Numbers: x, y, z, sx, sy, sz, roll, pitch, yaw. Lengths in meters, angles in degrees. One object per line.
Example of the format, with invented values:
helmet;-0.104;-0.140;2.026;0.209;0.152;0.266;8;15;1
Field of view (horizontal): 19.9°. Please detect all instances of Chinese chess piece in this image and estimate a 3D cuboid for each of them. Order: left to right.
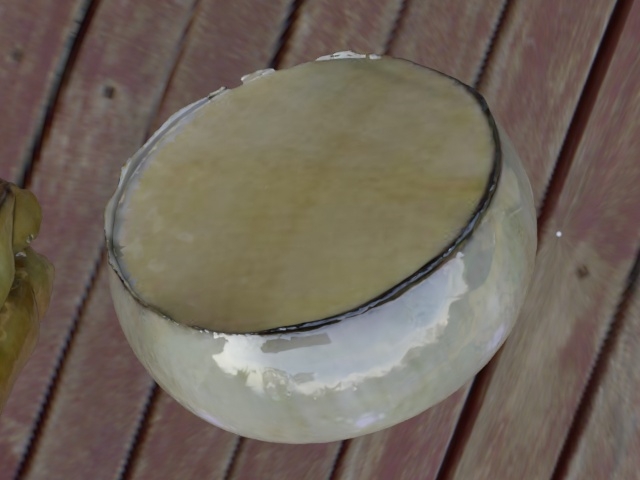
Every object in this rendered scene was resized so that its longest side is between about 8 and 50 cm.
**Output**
Chinese chess piece;0.000;0.000;1.078;0.257;0.257;0.104;-12;132;7

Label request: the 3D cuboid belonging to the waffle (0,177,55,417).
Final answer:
waffle;-0.279;0.090;0.965;0.224;0.328;0.098;-9;122;13
